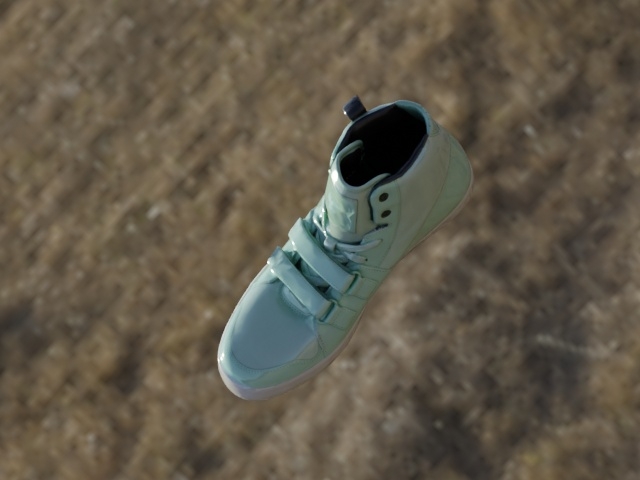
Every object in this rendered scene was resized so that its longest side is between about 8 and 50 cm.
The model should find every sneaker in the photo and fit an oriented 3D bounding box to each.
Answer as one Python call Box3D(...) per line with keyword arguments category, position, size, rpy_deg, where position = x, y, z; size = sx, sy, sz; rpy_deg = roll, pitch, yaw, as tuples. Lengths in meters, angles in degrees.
Box3D(category="sneaker", position=(0.000, -0.001, 1.463), size=(0.094, 0.151, 0.256), rpy_deg=(41, 86, 25))
